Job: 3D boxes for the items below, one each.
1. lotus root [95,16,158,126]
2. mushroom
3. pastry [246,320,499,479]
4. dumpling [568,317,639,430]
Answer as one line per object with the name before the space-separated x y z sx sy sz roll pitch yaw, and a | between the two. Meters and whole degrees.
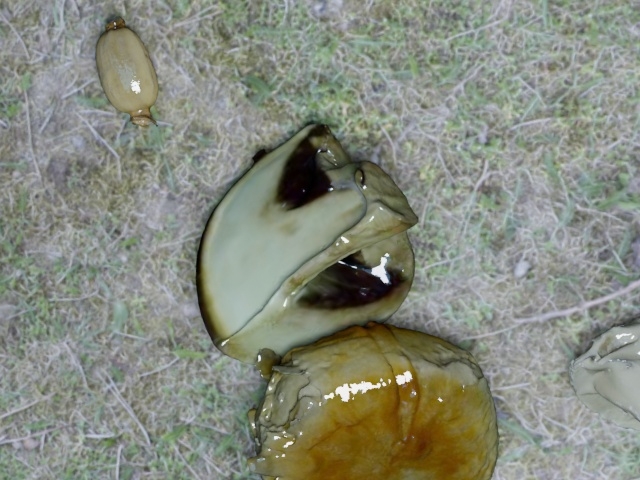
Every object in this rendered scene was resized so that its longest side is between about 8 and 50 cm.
lotus root | -0.251 -0.215 1.363 0.073 0.062 0.150 -17 92 10
mushroom | -0.006 -0.002 1.325 0.212 0.217 0.292 21 122 -36
pastry | 0.065 0.249 1.294 0.329 0.136 0.330 -6 119 -11
dumpling | 0.427 0.180 1.288 0.247 0.142 0.173 0 131 2
